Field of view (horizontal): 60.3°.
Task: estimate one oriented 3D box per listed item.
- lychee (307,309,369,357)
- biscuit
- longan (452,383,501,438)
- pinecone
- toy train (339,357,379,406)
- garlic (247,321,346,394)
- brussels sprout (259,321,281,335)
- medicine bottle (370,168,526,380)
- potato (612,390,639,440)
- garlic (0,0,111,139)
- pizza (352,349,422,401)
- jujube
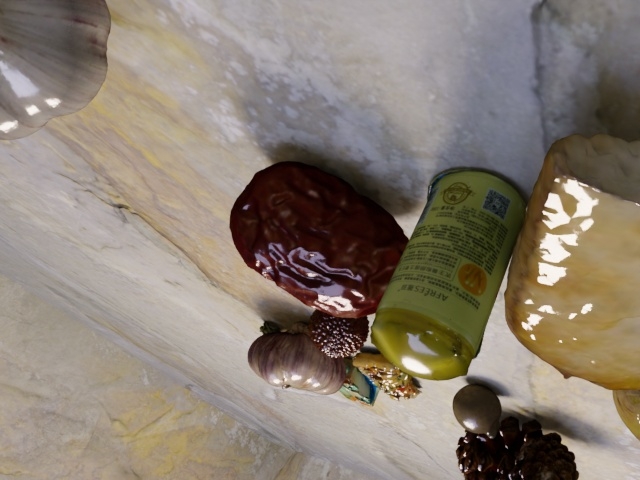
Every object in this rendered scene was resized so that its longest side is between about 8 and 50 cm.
[{"bbox_3d":[0.035,0.165,1.072,0.124,0.123,0.129,15,154,20],"label":"lychee"},{"bbox_3d":[0.413,0.060,0.558,0.430,0.103,0.446,4,149,13],"label":"biscuit"},{"bbox_3d":[0.344,0.370,1.194,0.119,0.106,0.106,53,159,18],"label":"longan"},{"bbox_3d":[0.441,0.522,1.269,0.246,0.246,0.292,35,171,-18],"label":"pinecone"},{"bbox_3d":[0.086,0.369,1.457,0.099,0.072,0.188,9,150,40],"label":"toy train"},{"bbox_3d":[-0.055,0.278,1.327,0.245,0.160,0.245,8,166,2],"label":"garlic"},{"bbox_3d":[-0.129,0.249,1.439,0.085,0.058,0.085,58,177,5],"label":"brussels sprout"},{"bbox_3d":[0.145,0.041,0.626,0.124,0.238,0.124,22,155,11],"label":"medicine bottle"},{"bbox_3d":[0.593,0.295,0.868,0.243,0.098,0.138,26,152,-4],"label":"potato"},{"bbox_3d":[-0.350,-0.242,0.632,0.245,0.245,0.253,30,-171,-9],"label":"garlic"},{"bbox_3d":[0.159,0.337,1.337,0.147,0.069,0.226,9,149,25],"label":"pizza"},{"bbox_3d":[0.000,0.000,0.747,0.251,0.174,0.174,28,153,-4],"label":"jujube"}]
